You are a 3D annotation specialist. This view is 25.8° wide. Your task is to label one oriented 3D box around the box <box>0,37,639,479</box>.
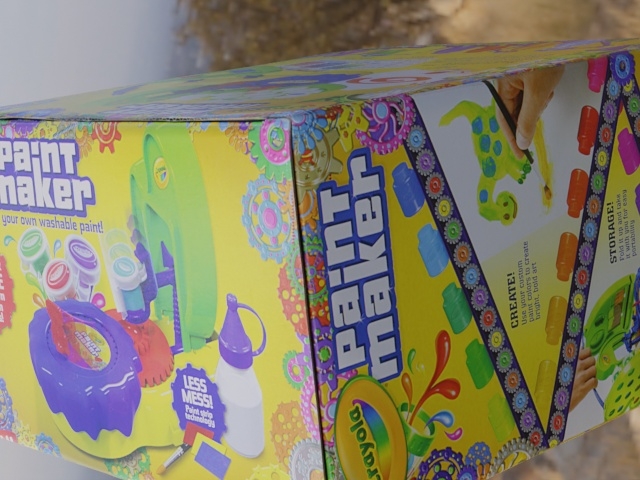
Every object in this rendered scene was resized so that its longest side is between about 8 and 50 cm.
[{"bbox_3d":[0.000,0.000,0.716,0.290,0.279,0.177,6,106,48],"label":"box"}]
